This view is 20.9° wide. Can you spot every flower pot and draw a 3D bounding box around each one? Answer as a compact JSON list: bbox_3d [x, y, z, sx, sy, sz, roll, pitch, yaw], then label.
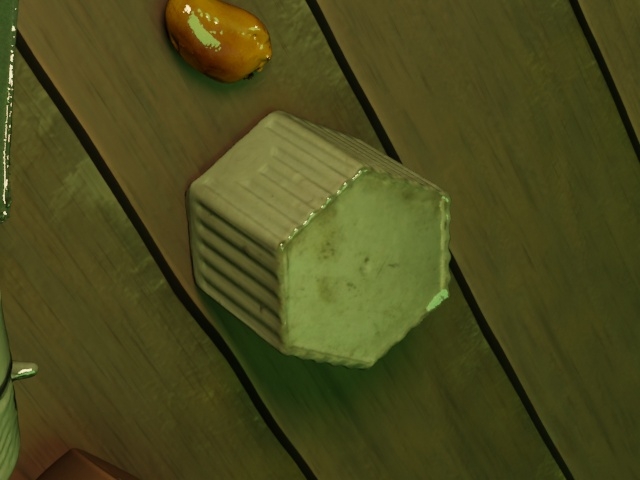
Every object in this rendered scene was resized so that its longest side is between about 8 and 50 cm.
[{"bbox_3d":[0.000,0.000,1.795,0.239,0.189,0.209,-43,129,-12],"label":"flower pot"}]

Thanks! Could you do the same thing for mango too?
[{"bbox_3d":[-0.106,-0.203,1.714,0.127,0.063,0.077,31,95,-35],"label":"mango"}]

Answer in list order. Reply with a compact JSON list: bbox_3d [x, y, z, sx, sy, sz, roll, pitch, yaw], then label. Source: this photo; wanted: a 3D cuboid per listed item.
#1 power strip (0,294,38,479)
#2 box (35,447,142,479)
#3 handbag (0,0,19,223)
[{"bbox_3d":[-0.416,0.122,1.458,0.357,0.357,0.161,-18,121,-28],"label":"power strip"},{"bbox_3d":[-0.205,0.358,1.757,0.301,0.301,0.216,36,80,-40],"label":"box"},{"bbox_3d":[-0.381,-0.137,1.479,0.247,0.079,0.260,7,81,-38],"label":"handbag"}]
